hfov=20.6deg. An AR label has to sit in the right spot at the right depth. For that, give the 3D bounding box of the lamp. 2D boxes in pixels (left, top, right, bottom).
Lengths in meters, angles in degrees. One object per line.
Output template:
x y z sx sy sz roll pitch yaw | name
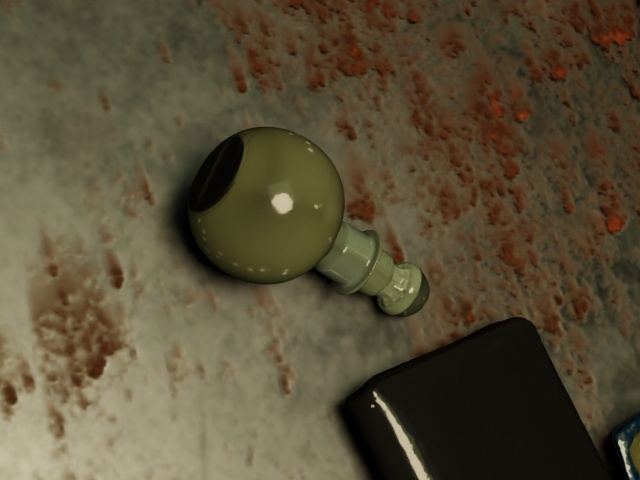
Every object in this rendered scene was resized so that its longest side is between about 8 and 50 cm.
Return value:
0.000 0.000 1.032 0.163 0.091 0.091 33 62 -30 | lamp

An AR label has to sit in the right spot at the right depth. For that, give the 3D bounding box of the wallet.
0.121 0.176 1.046 0.149 0.044 0.250 -23 84 -32 | wallet

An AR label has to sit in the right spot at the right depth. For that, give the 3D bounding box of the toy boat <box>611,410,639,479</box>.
0.250 0.208 1.089 0.080 0.046 0.229 -30 88 -29 | toy boat
